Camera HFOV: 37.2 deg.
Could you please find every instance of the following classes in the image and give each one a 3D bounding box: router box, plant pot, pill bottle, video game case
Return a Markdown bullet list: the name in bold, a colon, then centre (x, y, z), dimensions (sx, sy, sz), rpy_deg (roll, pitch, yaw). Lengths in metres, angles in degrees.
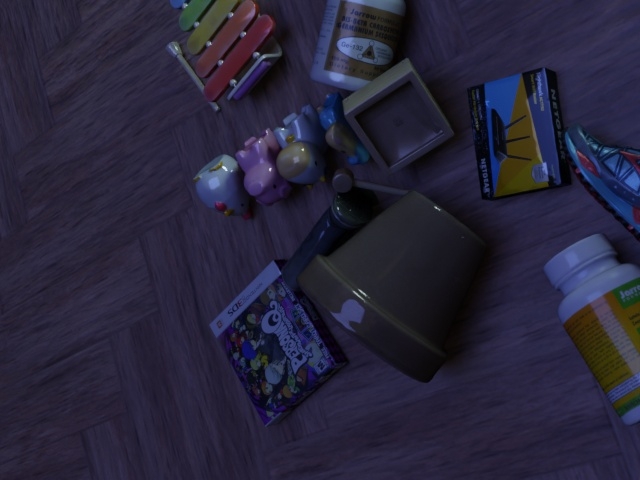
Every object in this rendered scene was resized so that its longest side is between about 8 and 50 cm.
- **router box**: centre (0.301, -0.160, 1.450), dimensions (0.133, 0.046, 0.179), rpy_deg (-11, 83, 36)
- **plant pot**: centre (0.131, 0.052, 1.479), dimensions (0.263, 0.263, 0.229), rpy_deg (39, 94, 30)
- **pill bottle**: centre (0.070, -0.362, 1.569), dimensions (0.131, 0.131, 0.229), rpy_deg (21, 102, 35)
- **video game case**: centre (-0.082, 0.187, 1.738), dimensions (0.210, 0.042, 0.232), rpy_deg (-44, 66, 30)
- **pill bottle**: centre (0.415, 0.117, 1.310), dimensions (0.136, 0.136, 0.245), rpy_deg (-40, 68, 30)

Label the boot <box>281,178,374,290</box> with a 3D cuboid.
- **boot**: centre (0.001, 0.002, 1.603), dimensions (0.076, 0.189, 0.208), rpy_deg (45, 111, 1)

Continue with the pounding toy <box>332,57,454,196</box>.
- **pounding toy**: centre (0.104, -0.156, 1.527), dimensions (0.206, 0.094, 0.181), rpy_deg (-32, 111, 13)

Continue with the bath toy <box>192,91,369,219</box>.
- **bath toy**: centre (-0.079, -0.127, 1.690), dimensions (0.348, 0.151, 0.129), rpy_deg (-24, 111, 35)

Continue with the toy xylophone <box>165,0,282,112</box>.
- **toy xylophone**: centre (-0.200, -0.385, 1.800), dimensions (0.322, 0.081, 0.236), rpy_deg (50, 118, 26)

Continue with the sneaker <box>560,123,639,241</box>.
- **sneaker**: centre (0.450, -0.081, 1.327), dimensions (0.125, 0.104, 0.262), rpy_deg (-43, 69, 9)
